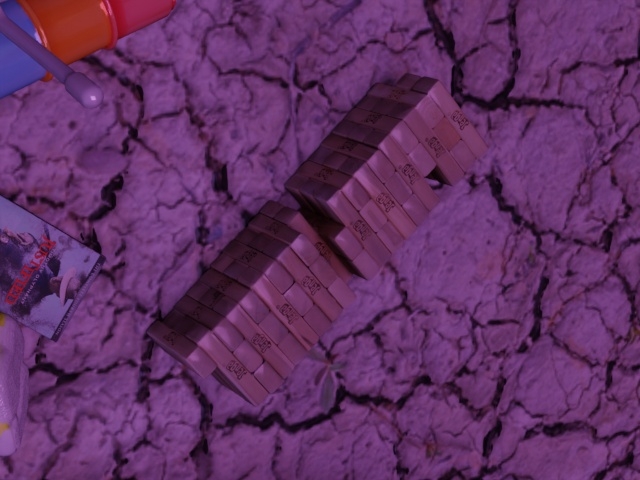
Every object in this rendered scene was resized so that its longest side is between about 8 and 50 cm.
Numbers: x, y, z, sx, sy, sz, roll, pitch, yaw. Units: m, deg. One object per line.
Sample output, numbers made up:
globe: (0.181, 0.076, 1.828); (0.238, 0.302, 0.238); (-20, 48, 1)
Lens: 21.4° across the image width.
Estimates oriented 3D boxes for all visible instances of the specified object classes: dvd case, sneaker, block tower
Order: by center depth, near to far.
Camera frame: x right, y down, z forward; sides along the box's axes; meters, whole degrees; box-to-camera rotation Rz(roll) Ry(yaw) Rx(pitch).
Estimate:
sneaker: (-0.317, 0.078, 1.383); (0.126, 0.091, 0.240); (-5, 122, 5)
dvd case: (-0.250, 0.023, 1.434); (0.119, 0.013, 0.087); (34, 84, -32)
block tower: (0.000, 0.000, 1.527); (0.335, 0.091, 0.097); (-46, 119, -12)

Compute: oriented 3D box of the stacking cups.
stacking cups: (-0.257, -0.146, 1.343); (0.316, 0.096, 0.096); (-27, 113, -22)

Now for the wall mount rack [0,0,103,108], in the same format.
wall mount rack: (-0.328, -0.166, 1.220); (0.350, 0.130, 0.304); (-25, 79, -23)
